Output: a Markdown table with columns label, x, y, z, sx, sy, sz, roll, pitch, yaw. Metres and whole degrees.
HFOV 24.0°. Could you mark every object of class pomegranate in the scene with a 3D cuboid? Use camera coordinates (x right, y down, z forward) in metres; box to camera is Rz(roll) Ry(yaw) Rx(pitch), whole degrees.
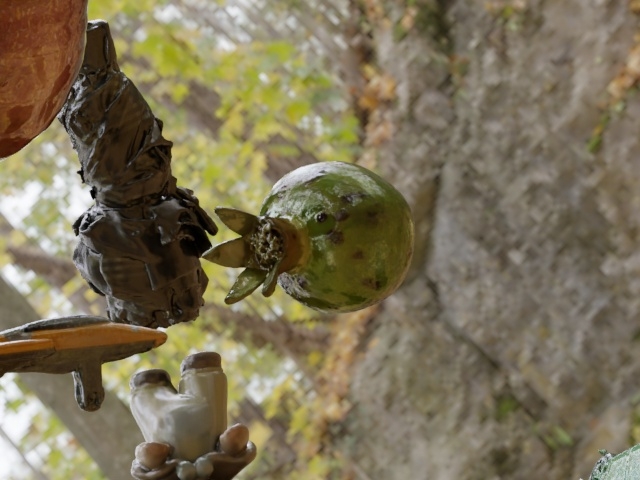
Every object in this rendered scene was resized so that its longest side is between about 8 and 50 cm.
| label | x | y | z | sx | sy | sz | roll | pitch | yaw |
| --- | --- | --- | --- | --- | --- | --- | --- | --- | --- |
| pomegranate | -0.008 | 0.011 | 1.419 | 0.220 | 0.156 | 0.156 | -31 | -25 | -33 |

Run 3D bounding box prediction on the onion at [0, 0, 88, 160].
| label | x | y | z | sx | sy | sz | roll | pitch | yaw |
| --- | --- | --- | --- | --- | --- | --- | --- | --- | --- |
| onion | -0.327 | -0.193 | 1.085 | 0.354 | 0.353 | 0.353 | -36 | -23 | -18 |

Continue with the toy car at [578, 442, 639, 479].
| label | x | y | z | sx | sy | sz | roll | pitch | yaw |
| --- | --- | --- | --- | --- | --- | --- | --- | --- | --- |
| toy car | 0.336 | 0.233 | 1.339 | 0.320 | 0.141 | 0.097 | 127 | 163 | -62 |

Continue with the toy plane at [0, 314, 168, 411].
| label | x | y | z | sx | sy | sz | roll | pitch | yaw |
| --- | --- | --- | --- | --- | --- | --- | --- | --- | --- |
| toy plane | -0.285 | 0.110 | 1.262 | 0.316 | 0.103 | 0.204 | 4 | 0 | -20 |

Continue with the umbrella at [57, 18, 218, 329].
| label | x | y | z | sx | sy | sz | roll | pitch | yaw |
| --- | --- | --- | --- | --- | --- | --- | --- | --- | --- |
| umbrella | -0.218 | -0.064 | 1.582 | 0.154 | 0.336 | 0.128 | -21 | 18 | 12 |

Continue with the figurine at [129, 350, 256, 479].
| label | x | y | z | sx | sy | sz | roll | pitch | yaw |
| --- | --- | --- | --- | --- | --- | --- | --- | --- | --- |
| figurine | -0.145 | 0.328 | 1.763 | 0.248 | 0.380 | 0.203 | -9 | -19 | -7 |
